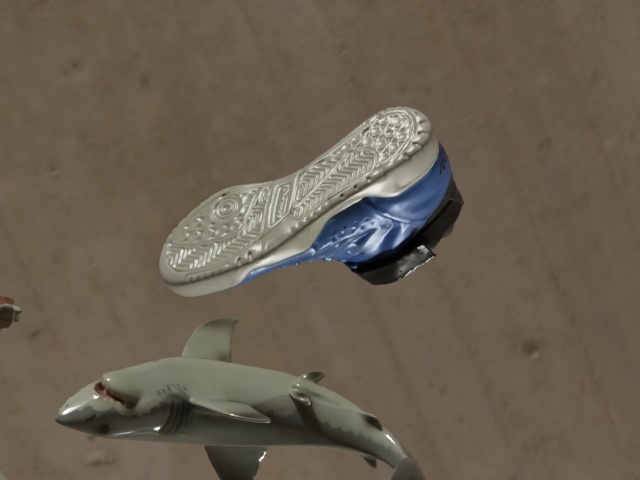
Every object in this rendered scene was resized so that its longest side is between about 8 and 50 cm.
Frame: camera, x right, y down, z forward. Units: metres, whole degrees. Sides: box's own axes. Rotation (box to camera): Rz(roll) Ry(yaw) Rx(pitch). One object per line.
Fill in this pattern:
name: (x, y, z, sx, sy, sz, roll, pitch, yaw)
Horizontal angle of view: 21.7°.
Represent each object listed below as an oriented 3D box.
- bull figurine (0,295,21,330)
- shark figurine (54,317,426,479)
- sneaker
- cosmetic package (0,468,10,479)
bull figurine: (-0.398, 0.064, 1.352, 0.188, 0.310, 0.101, 27, -64, 56)
shark figurine: (-0.029, 0.149, 1.175, 0.278, 0.166, 0.116, 15, -64, 14)
sneaker: (0.000, 0.001, 0.835, 0.152, 0.058, 0.084, -31, -44, 2)
cosmetic package: (-0.151, 0.215, 0.723, 0.309, 0.160, 0.113, 46, -21, 22)
